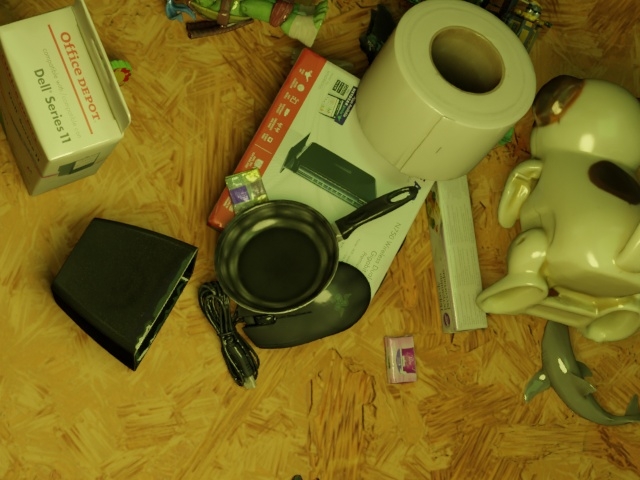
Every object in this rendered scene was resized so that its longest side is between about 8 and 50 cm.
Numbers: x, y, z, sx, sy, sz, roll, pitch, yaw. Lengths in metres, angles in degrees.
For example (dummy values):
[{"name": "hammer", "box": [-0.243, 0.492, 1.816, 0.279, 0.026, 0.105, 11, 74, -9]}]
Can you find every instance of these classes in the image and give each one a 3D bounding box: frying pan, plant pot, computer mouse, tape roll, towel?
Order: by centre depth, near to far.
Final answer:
[{"name": "plant pot", "box": [-0.310, 0.070, 1.724, 0.167, 0.188, 0.187, 30, 73, 0]}, {"name": "frying pan", "box": [-0.023, -0.016, 1.757, 0.197, 0.053, 0.326, 39, 73, 23]}, {"name": "tape roll", "box": [0.198, -0.240, 1.783, 0.246, 0.169, 0.246, 10, 60, -18]}, {"name": "computer mouse", "box": [-0.049, 0.122, 1.786, 0.272, 0.072, 0.189, -20, 102, 7]}, {"name": "towel", "box": [-0.115, -0.070, 1.796, 0.060, 0.009, 0.083, -17, 88, -8]}]

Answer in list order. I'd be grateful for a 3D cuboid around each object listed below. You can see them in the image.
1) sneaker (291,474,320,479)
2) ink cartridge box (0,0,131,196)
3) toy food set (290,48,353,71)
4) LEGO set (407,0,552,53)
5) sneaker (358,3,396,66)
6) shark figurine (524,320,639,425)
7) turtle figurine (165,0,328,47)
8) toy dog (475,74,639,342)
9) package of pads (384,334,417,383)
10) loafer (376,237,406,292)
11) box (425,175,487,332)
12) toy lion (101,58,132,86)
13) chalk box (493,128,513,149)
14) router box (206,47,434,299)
[{"name": "sneaker", "box": [-0.002, 0.424, 1.847, 0.119, 0.047, 0.057, 26, 62, -16]}, {"name": "ink cartridge box", "box": [-0.392, -0.205, 1.633, 0.119, 0.353, 0.207, -22, 89, -22]}, {"name": "toy food set", "box": [-0.010, -0.225, 1.939, 0.132, 0.038, 0.192, 9, 85, -14]}, {"name": "LEGO set", "box": [0.265, -0.478, 1.968, 0.331, 0.255, 0.192, 24, 101, -4]}, {"name": "sneaker", "box": [0.099, -0.335, 1.998, 0.089, 0.051, 0.170, 32, 68, -13]}, {"name": "shark figurine", "box": [0.490, 0.275, 2.012, 0.278, 0.116, 0.166, 43, 72, -7]}, {"name": "turtle figurine", "box": [-0.106, -0.450, 1.857, 0.266, 0.198, 0.275, 23, 77, -8]}, {"name": "toy dog", "box": [0.445, -0.086, 1.911, 0.284, 0.395, 0.408, 10, 64, -4]}, {"name": "package of pads", "box": [0.139, 0.206, 1.935, 0.050, 0.032, 0.083, -2, 82, -19]}, {"name": "loafer", "box": [0.100, 0.015, 1.937, 0.061, 0.062, 0.170, 31, 71, -9]}, {"name": "box", "box": [0.235, 0.001, 1.986, 0.067, 0.063, 0.324, -6, 84, -20]}, {"name": "toy lion", "box": [-0.351, -0.264, 1.797, 0.096, 0.100, 0.034, -27, 76, -6]}, {"name": "chalk box", "box": [0.233, -0.256, 1.988, 0.213, 0.132, 0.132, 19, 76, -17]}, {"name": "router box", "box": [0.020, -0.102, 1.866, 0.301, 0.082, 0.336, 29, 82, -5]}]
